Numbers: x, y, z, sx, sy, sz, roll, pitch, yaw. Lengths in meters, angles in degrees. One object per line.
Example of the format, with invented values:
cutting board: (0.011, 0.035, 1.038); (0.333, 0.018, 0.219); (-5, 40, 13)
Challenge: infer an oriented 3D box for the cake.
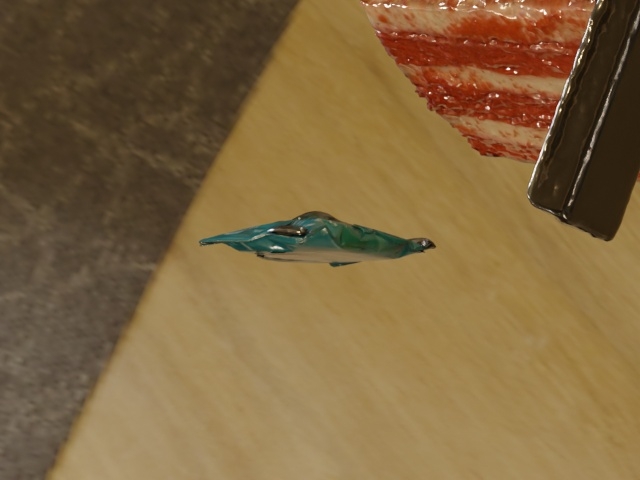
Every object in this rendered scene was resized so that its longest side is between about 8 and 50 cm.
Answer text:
cake: (0.164, -0.133, 1.025); (0.262, 0.158, 0.159); (11, 63, 49)

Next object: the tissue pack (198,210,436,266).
tissue pack: (0.000, 0.000, 1.238); (0.085, 0.138, 0.028); (-7, 78, 37)

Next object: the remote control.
remote control: (0.144, -0.121, 0.821); (0.025, 0.063, 0.245); (21, 93, 37)
